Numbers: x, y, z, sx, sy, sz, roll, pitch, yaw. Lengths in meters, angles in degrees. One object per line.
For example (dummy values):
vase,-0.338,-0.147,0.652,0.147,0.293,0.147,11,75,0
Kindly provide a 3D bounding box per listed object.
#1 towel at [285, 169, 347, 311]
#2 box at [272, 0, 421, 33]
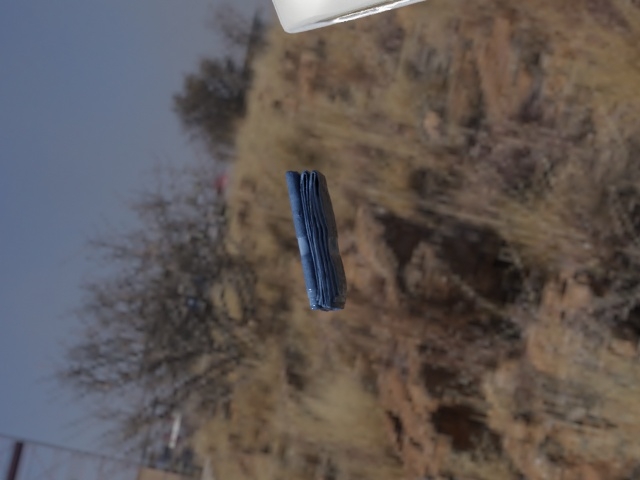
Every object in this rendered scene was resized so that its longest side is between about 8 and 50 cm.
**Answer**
towel,0.000,0.000,1.137,0.067,0.029,0.119,18,-120,-78
box,0.075,-0.237,0.770,0.311,0.121,0.148,-40,-66,-53
